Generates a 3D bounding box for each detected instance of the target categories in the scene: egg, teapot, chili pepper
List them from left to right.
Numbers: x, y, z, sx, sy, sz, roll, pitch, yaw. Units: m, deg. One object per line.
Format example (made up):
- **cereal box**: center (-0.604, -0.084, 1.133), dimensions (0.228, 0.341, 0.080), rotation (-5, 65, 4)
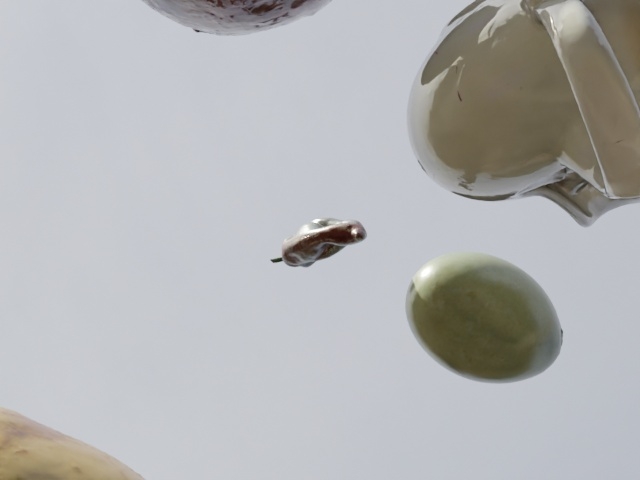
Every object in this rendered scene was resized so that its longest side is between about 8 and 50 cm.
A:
- **chili pepper**: center (-0.001, -0.001, 1.206), dimensions (0.041, 0.050, 0.153), rotation (47, -30, -10)
- **egg**: center (0.150, 0.072, 1.121), dimensions (0.152, 0.114, 0.114), rotation (24, -50, -7)
- **teapot**: center (0.148, -0.078, 0.688), dimensions (0.204, 0.298, 0.139), rotation (-19, -97, 16)

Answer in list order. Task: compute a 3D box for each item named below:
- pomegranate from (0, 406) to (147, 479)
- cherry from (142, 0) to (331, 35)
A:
- **pomegranate**: center (-0.252, 0.296, 0.809), dimensions (0.410, 0.410, 0.410), rotation (16, -56, 25)
- **cherry**: center (-0.052, -0.221, 0.798), dimensions (0.192, 0.250, 0.175), rotation (-26, -77, 4)
